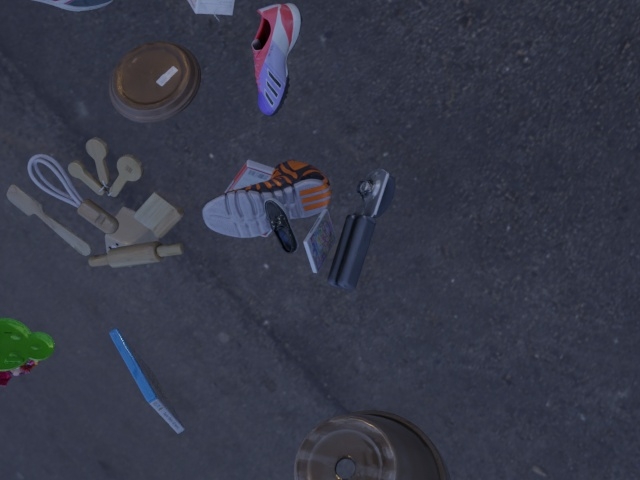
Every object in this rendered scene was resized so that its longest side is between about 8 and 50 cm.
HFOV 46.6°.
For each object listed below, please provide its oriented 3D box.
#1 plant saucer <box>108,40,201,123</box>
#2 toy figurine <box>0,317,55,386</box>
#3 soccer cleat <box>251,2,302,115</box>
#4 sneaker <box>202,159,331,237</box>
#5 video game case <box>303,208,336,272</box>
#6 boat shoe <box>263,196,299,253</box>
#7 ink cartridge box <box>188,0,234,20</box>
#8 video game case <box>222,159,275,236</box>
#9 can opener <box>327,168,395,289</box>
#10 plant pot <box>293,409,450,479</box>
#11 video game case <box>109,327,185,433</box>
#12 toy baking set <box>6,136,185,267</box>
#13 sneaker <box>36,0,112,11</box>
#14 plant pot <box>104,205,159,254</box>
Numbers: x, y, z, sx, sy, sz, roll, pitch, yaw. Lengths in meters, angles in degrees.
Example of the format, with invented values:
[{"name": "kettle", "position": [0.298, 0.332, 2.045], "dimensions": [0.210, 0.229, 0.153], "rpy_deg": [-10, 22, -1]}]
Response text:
[{"name": "plant saucer", "position": [-0.485, -0.468, 2.152], "dimensions": [0.278, 0.278, 0.041], "rpy_deg": [28, 164, 17]}, {"name": "toy figurine", "position": [-0.707, 0.272, 1.699], "dimensions": [0.173, 0.130, 0.159], "rpy_deg": [6, 143, -24]}, {"name": "soccer cleat", "position": [-0.140, -0.476, 1.975], "dimensions": [0.108, 0.116, 0.318], "rpy_deg": [50, 138, 36]}, {"name": "sneaker", "position": [-0.134, -0.108, 1.861], "dimensions": [0.321, 0.180, 0.124], "rpy_deg": [-10, 117, -3]}, {"name": "video game case", "position": [0.000, 0.000, 1.633], "dimensions": [0.011, 0.122, 0.087], "rpy_deg": [3, 129, 26]}, {"name": "boat shoe", "position": [-0.093, -0.034, 1.736], "dimensions": [0.049, 0.040, 0.142], "rpy_deg": [-25, 96, 20]}, {"name": "ink cartridge box", "position": [-0.243, -0.573, 1.661], "dimensions": [0.092, 0.090, 0.143], "rpy_deg": [-120, 35, -42]}, {"name": "video game case", "position": [-0.186, -0.118, 2.207], "dimensions": [0.204, 0.025, 0.285], "rpy_deg": [17, 139, -26]}, {"name": "can opener", "position": [0.103, -0.022, 1.634], "dimensions": [0.095, 0.283, 0.076], "rpy_deg": [24, 169, -34]}, {"name": "plant pot", "position": [0.076, 0.459, 1.425], "dimensions": [0.323, 0.323, 0.280], "rpy_deg": [19, 159, 25]}, {"name": "video game case", "position": [-0.244, 0.203, 1.057], "dimensions": [0.119, 0.015, 0.166], "rpy_deg": [53, 167, 26]}, {"name": "toy baking set", "position": [-0.305, -0.044, 1.027], "dimensions": [0.256, 0.030, 0.196], "rpy_deg": [-12, 116, 27]}, {"name": "sneaker", "position": [-0.582, -0.617, 1.718], "dimensions": [0.178, 0.295, 0.124], "rpy_deg": [0, 95, 48]}, {"name": "plant pot", "position": [-0.473, 0.000, 1.843], "dimensions": [0.109, 0.096, 0.109], "rpy_deg": [23, 135, 14]}]
